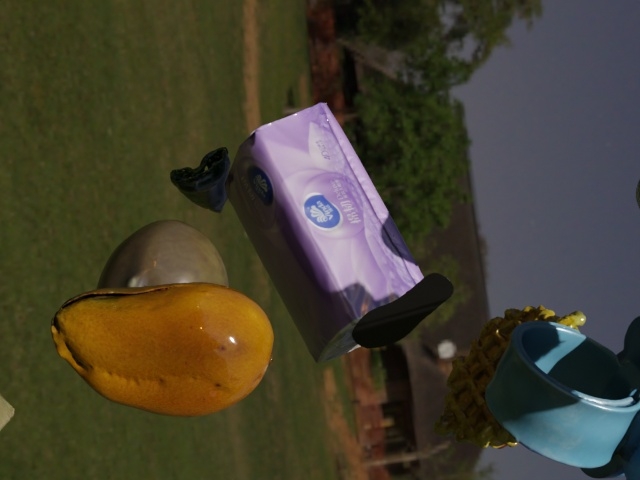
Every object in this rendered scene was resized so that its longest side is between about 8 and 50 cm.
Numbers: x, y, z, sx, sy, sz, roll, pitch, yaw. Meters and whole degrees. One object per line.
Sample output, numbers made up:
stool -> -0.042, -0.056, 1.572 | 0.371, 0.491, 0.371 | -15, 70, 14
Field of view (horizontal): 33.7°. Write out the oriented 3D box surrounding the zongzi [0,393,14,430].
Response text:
zongzi -> -0.585, 0.179, 1.527 | 0.256, 0.115, 0.228 | 20, -30, 44

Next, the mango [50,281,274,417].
mango -> -0.114, 0.078, 0.790 | 0.084, 0.159, 0.105 | -65, 161, -63

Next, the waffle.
waffle -> 0.270, 0.188, 1.499 | 0.059, 0.243, 0.237 | 43, 56, -27

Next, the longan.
longan -> -0.231, 0.081, 1.544 | 0.196, 0.197, 0.220 | 81, 24, -61

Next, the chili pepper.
chili pepper -> -0.193, -0.097, 1.844 | 0.216, 0.108, 0.062 | 72, -8, -76

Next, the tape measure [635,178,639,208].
tape measure -> 0.407, -0.053, 1.194 | 0.054, 0.094, 0.091 | -109, -165, -61

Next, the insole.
insole -> 0.096, 0.085, 1.252 | 0.053, 0.153, 0.002 | 43, 32, -8

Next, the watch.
watch -> 0.297, 0.180, 1.208 | 0.211, 0.193, 0.211 | -166, -90, -76

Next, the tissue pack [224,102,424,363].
tissue pack -> 0.000, 0.000, 1.602 | 0.338, 0.160, 0.242 | 62, -21, 14
